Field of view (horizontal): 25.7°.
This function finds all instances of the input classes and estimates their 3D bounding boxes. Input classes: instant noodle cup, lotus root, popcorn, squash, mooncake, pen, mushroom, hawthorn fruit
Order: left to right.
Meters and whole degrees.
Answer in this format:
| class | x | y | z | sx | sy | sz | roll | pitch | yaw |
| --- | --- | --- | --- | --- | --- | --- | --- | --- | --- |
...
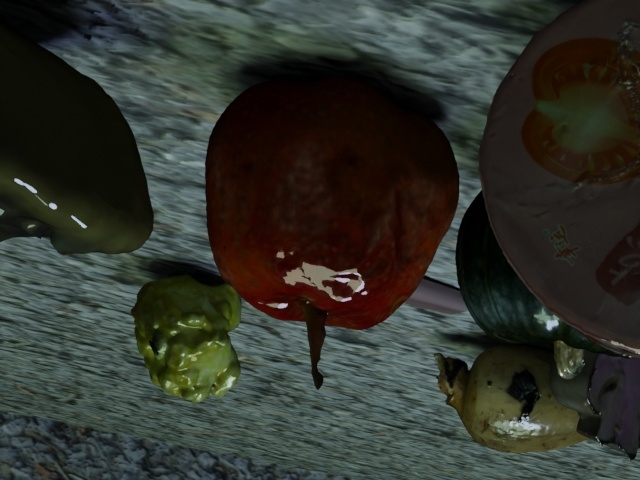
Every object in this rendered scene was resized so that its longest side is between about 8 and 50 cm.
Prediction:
| class | x | y | z | sx | sy | sz | roll | pitch | yaw |
| --- | --- | --- | --- | --- | --- | --- | --- | --- | --- |
| mooncake | -0.357 | -0.008 | 1.049 | 0.393 | 0.394 | 0.246 | 15 | 167 | 34 |
| popcorn | -0.166 | 0.118 | 1.749 | 0.142 | 0.174 | 0.173 | 4 | 165 | -20 |
| hawthorn fruit | 0.000 | 0.000 | 1.133 | 0.207 | 0.243 | 0.207 | 7 | 164 | 2 |
| pen | 0.081 | 0.050 | 1.604 | 0.197 | 0.032 | 0.053 | 17 | 163 | -29 |
| lotus root | 0.273 | 0.207 | 1.820 | 0.256 | 0.140 | 0.154 | 2 | 169 | 6 |
| squash | 0.221 | 0.021 | 1.192 | 0.218 | 0.172 | 0.218 | 19 | 158 | 8 |
| mushroom | 0.344 | 0.172 | 1.686 | 0.188 | 0.141 | 0.117 | 27 | 178 | -37 |
| instant noodle cup | 0.237 | -0.028 | 0.962 | 0.243 | 0.243 | 0.231 | 6 | 170 | 11 |
